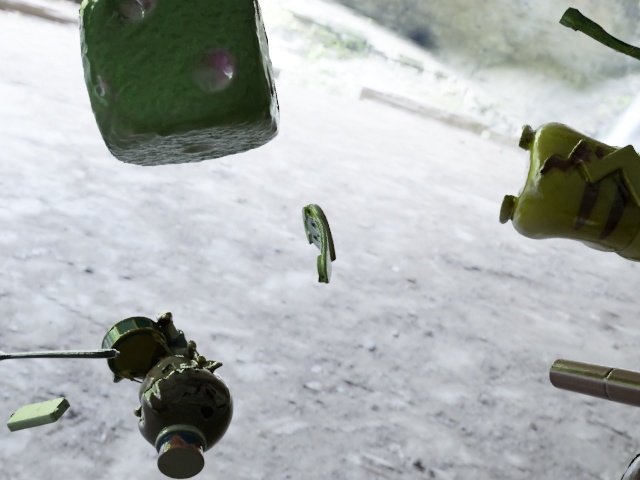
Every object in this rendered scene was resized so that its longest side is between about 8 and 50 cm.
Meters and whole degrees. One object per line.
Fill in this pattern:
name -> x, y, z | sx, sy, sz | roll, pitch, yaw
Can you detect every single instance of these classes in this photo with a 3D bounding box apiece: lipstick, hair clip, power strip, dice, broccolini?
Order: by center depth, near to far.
hair clip -> 0.000, 0.000, 1.301 | 0.033, 0.060, 0.188 | -11, 26, -3
power strip -> -0.369, 0.228, 1.331 | 0.090, 0.016, 0.040 | -15, 21, 26
broccolini -> 0.457, -0.267, 1.425 | 0.254, 0.057, 0.071 | 35, 2, 11
lipstick -> 0.490, 0.228, 1.555 | 0.057, 0.057, 0.357 | 9, -2, -30
dice -> -0.253, -0.325, 1.879 | 0.318, 0.330, 0.322 | -10, -5, 2

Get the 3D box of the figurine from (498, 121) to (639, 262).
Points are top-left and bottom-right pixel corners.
figurine -> 0.409, -0.064, 1.346 | 0.327, 0.218, 0.169 | 13, 6, -4

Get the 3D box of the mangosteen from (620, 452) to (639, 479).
mangosteen -> 0.465, 0.378, 1.067 | 0.381, 0.421, 0.381 | -22, 27, 12

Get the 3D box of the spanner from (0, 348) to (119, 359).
spanner -> -0.303, 0.125, 1.105 | 0.208, 0.012, 0.046 | -5, -3, 27

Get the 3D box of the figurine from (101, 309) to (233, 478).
figurine -> -0.220, 0.229, 1.511 | 0.158, 0.161, 0.275 | 27, 12, -43
